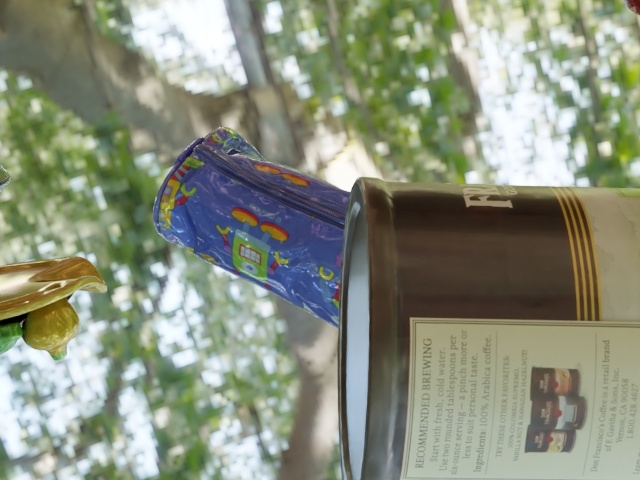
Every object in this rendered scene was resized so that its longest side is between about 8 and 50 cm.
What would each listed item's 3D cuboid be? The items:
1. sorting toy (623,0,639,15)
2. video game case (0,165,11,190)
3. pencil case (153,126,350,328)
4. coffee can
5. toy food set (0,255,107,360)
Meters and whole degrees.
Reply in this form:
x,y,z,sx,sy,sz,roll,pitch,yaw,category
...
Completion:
x,y,z,sx,sy,sz,roll,pitch,yaw,category
0.299,-0.099,1.184,0.046,0.132,0.274,-23,-139,-22,sorting toy
-0.329,0.053,1.072,0.248,0.035,0.275,-44,-176,11,video game case
0.000,0.000,1.451,0.306,0.133,0.119,25,-126,24,pencil case
0.155,0.066,0.991,0.275,0.201,0.201,2,-154,-5,coffee can
-0.269,0.070,1.359,0.218,0.071,0.128,-5,-162,34,toy food set
